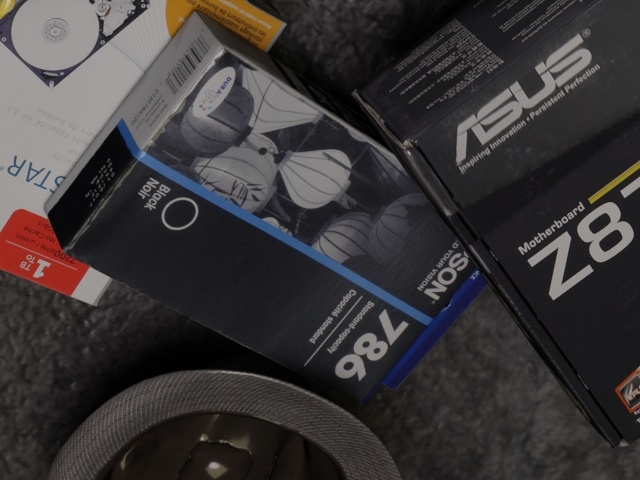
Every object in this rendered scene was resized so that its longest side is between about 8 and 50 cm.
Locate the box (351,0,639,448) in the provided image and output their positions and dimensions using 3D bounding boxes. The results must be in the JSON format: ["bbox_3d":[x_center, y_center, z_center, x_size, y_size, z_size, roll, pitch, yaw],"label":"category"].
[{"bbox_3d":[0.263,-0.092,0.999,0.395,0.097,0.318,-37,125,1],"label":"box"}]

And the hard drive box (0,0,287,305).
[{"bbox_3d":[-0.164,-0.098,0.991,0.181,0.089,0.232,24,110,-33],"label":"hard drive box"}]

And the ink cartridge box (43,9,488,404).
[{"bbox_3d":[0.000,0.000,1.032,0.333,0.065,0.165,28,106,-36],"label":"ink cartridge box"}]

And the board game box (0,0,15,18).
[{"bbox_3d":[-0.299,-0.190,0.863,0.124,0.039,0.259,-39,108,12],"label":"board game box"}]

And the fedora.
[{"bbox_3d":[-0.070,0.174,1.116,0.244,0.124,0.275,21,117,-11],"label":"fedora"}]
